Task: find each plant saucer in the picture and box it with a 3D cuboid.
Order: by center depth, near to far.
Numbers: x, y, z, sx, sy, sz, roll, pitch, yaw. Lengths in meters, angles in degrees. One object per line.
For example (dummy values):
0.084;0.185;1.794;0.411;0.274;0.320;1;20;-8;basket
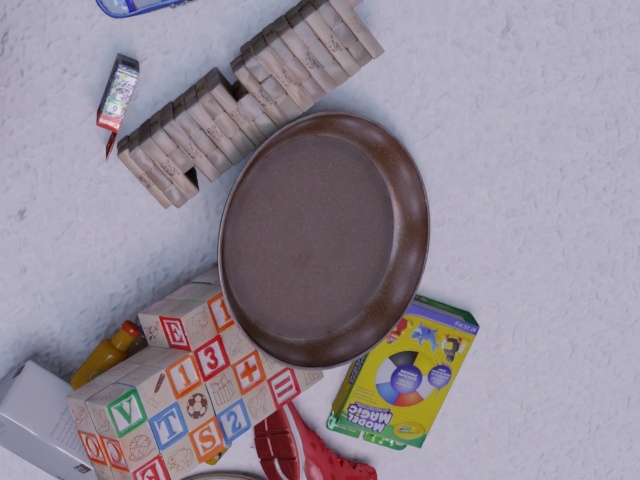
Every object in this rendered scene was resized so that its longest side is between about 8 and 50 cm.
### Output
0.000;0.000;1.404;0.311;0.050;0.310;-7;102;-36;plant saucer

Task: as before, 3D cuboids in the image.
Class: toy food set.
-0.192;0.180;1.474;0.232;0.111;0.104;36;100;-26;toy food set

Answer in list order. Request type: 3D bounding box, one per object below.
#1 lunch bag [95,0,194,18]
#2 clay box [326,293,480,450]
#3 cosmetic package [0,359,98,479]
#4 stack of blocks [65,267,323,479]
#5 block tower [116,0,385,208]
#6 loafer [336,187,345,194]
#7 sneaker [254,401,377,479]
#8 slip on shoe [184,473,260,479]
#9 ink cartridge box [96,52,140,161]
-0.196;-0.361;1.285;0.176;0.090;0.219;-16;111;0;lunch bag
0.105;0.182;1.553;0.127;0.053;0.222;19;105;-15;clay box
-0.302;0.251;1.465;0.231;0.117;0.085;33;58;-16;cosmetic package
-0.148;0.154;1.391;0.297;0.087;0.171;-32;112;-37;stack of blocks
-0.079;-0.171;1.372;0.335;0.091;0.097;-38;112;7;block tower
-0.030;-0.071;1.447;0.125;0.045;0.039;-4;94;-15;loafer
-0.003;0.295;1.579;0.128;0.087;0.221;-20;96;-41;sneaker
-0.214;0.396;1.557;0.331;0.101;0.123;-11;110;-7;slip on shoe
-0.242;-0.155;1.366;0.029;0.063;0.115;19;106;-16;ink cartridge box
